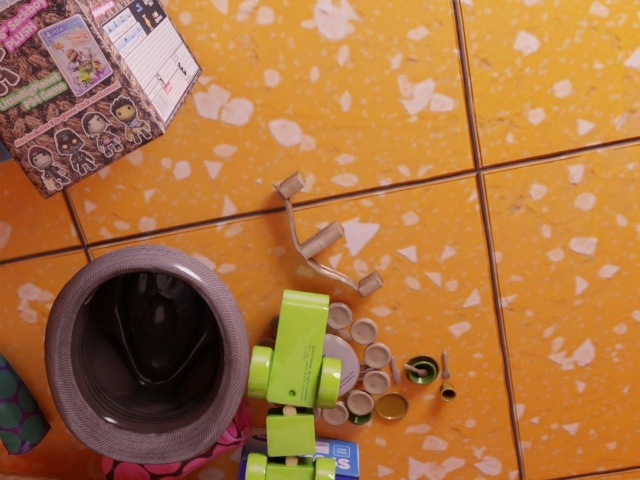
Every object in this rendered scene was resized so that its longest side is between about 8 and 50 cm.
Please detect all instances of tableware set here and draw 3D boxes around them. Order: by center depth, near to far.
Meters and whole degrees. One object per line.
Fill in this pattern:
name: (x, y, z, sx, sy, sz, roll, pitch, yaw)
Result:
tableware set: (0.106, 0.206, 1.114, 0.154, 0.024, 0.104, -8, 116, 4)

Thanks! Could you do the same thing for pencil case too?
pencil case: (-0.428, 0.216, 1.103, 0.070, 0.064, 0.152, -27, 113, -4)
pencil case: (-0.190, 0.278, 1.117, 0.209, 0.095, 0.098, -34, 76, 18)

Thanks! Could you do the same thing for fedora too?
fedora: (-0.208, 0.125, 1.022, 0.243, 0.124, 0.276, -1, 107, -1)

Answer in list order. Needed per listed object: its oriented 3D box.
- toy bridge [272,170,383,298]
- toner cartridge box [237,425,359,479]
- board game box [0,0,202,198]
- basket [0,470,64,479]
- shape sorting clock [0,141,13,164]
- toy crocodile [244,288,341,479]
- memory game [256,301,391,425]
toy bridge: (0.000, 0.000, 1.015, 0.063, 0.026, 0.188, -33, 111, 16)
toner cartridge box: (-0.056, 0.440, 1.200, 0.165, 0.075, 0.348, 10, 115, -4)
board game box: (-0.264, -0.228, 0.795, 0.141, 0.232, 0.291, -26, 112, 13)
basket: (-0.331, 0.517, 1.082, 0.331, 0.266, 0.328, 1, 125, 19)
shape sorting clock: (-0.405, -0.175, 0.917, 0.206, 0.040, 0.206, 2, 124, 3)
toy crocodile: (-0.037, 0.232, 1.043, 0.115, 0.105, 0.341, 3, 91, -2)
memory game: (0.004, 0.164, 1.088, 0.186, 0.012, 0.186, 2, 109, 7)
